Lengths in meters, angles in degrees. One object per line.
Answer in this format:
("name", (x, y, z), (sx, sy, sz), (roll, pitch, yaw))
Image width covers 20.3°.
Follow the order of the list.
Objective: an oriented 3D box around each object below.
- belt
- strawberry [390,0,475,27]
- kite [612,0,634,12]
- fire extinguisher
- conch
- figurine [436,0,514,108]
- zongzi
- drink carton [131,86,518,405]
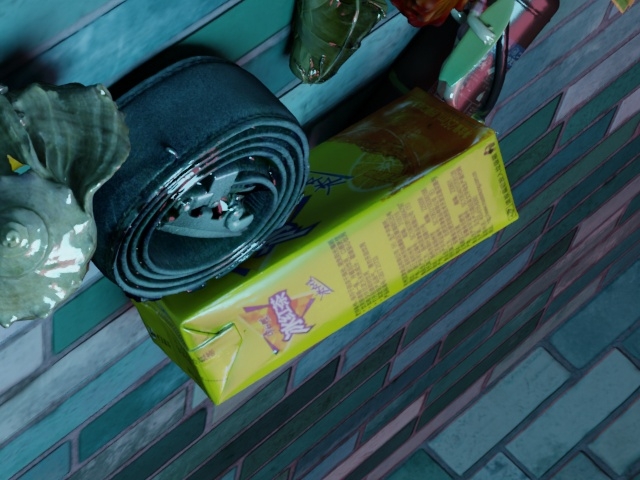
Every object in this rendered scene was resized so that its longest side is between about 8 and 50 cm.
("belt", (-0.111, -0.051, 1.513), (0.206, 0.116, 0.267), (-43, 160, 5))
("strawberry", (0.148, -0.306, 1.509), (0.265, 0.149, 0.336), (-38, 178, 14))
("kite", (0.233, -0.363, 1.364), (0.327, 0.013, 0.377), (-7, 96, -36))
("fire extinguisher", (0.154, -0.185, 1.833), (0.341, 0.105, 0.141), (-50, 153, 12))
("conch", (-0.212, -0.038, 1.266), (0.178, 0.163, 0.245), (-29, -169, -4))
("figurine", (0.144, -0.221, 1.722), (0.083, 0.083, 0.187), (-12, 124, -61))
("zongzi", (-0.010, -0.187, 1.562), (0.109, 0.055, 0.119), (-51, 150, 20))
("drink carton", (0.000, 0.000, 1.687), (0.351, 0.154, 0.111), (-31, 123, -16))
